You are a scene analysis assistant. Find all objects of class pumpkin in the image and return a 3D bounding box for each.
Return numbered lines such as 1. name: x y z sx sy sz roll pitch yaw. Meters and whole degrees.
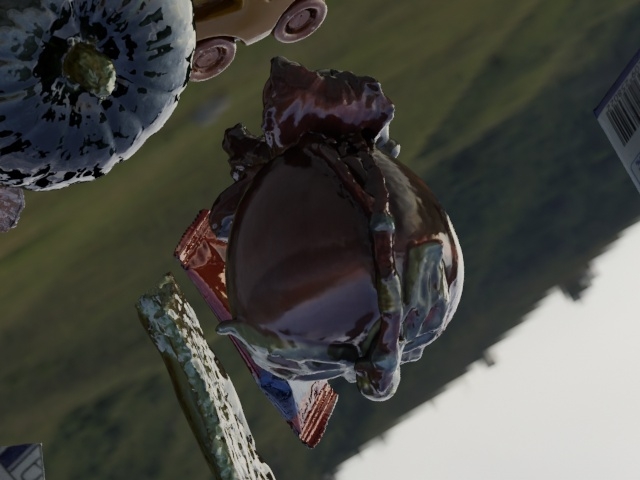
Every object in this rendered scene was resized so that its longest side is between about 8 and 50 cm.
1. pumpkin: -0.214 -0.154 1.465 0.250 0.250 0.216 -32 -146 -21

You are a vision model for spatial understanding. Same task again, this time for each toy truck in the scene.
1. toy truck: -0.136 -0.334 2.248 0.288 0.204 0.211 -27 154 -12

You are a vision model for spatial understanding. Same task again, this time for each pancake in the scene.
1. pancake: -0.102 0.226 1.963 0.067 0.426 0.305 -24 174 -1

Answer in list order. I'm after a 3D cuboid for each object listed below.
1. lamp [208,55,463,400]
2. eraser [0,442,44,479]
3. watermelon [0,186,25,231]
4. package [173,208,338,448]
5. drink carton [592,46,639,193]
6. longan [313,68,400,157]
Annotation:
1. lamp: 0.011 0.004 1.189 0.215 0.151 0.223 132 -32 -58
2. eraser: -0.352 0.259 1.692 0.210 0.124 0.068 -5 145 -11
3. watermelon: -0.420 -0.120 1.746 0.222 0.292 0.319 -21 -140 -15
4. package: -0.049 0.070 1.492 0.022 0.200 0.083 -25 -162 30
5. drink carton: 0.335 -0.021 1.397 0.131 0.315 0.106 9 131 -31
6. longan: 0.018 -0.105 1.769 0.106 0.119 0.106 -57 -174 9
